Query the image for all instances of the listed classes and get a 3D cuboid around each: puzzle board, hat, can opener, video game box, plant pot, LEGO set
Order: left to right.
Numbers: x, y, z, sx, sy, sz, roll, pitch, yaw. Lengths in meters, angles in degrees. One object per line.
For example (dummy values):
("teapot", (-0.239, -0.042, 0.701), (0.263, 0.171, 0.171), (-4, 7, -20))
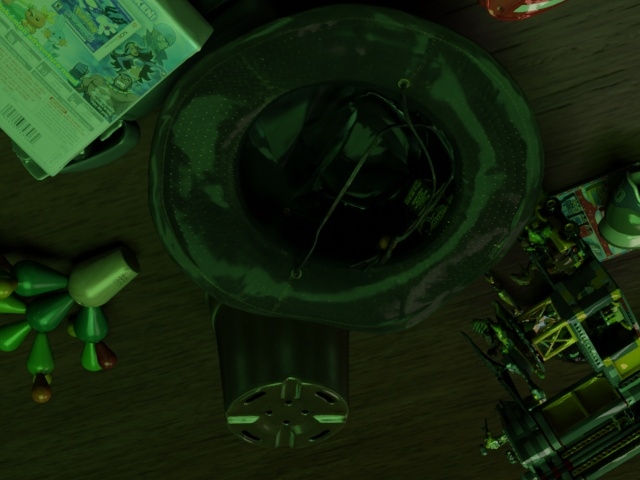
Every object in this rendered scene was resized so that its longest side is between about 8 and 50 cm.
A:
("video game box", (-0.218, -0.178, 0.887), (0.187, 0.048, 0.205), (-33, 109, 31))
("can opener", (-0.151, -0.139, 0.988), (0.283, 0.076, 0.095), (-28, 166, 23))
("plant pot", (-0.038, 0.117, 1.201), (0.167, 0.165, 0.167), (-3, 139, -3))
("hat", (0.017, -0.078, 0.997), (0.331, 0.134, 0.331), (-4, 123, -6))
("LEGO set", (0.206, 0.106, 1.149), (0.192, 0.255, 0.331), (-33, 141, 6))
("puzzle board", (0.302, -0.023, 1.193), (0.096, 0.011, 0.128), (-21, 137, 18))

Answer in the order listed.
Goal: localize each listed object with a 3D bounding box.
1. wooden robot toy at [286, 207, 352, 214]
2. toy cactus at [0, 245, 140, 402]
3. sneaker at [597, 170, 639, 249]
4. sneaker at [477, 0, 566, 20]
("wooden robot toy", (0.000, 0.000, 1.146), (0.173, 0.076, 0.079), (-42, 143, 17))
("toy cactus", (-0.269, 0.068, 1.182), (0.180, 0.112, 0.219), (-31, 125, 13))
("sneaker", (0.373, -0.044, 1.131), (0.192, 0.064, 0.086), (-7, 137, -6))
("sneaker", (0.115, -0.222, 0.849), (0.221, 0.087, 0.128), (10, 135, -15))
